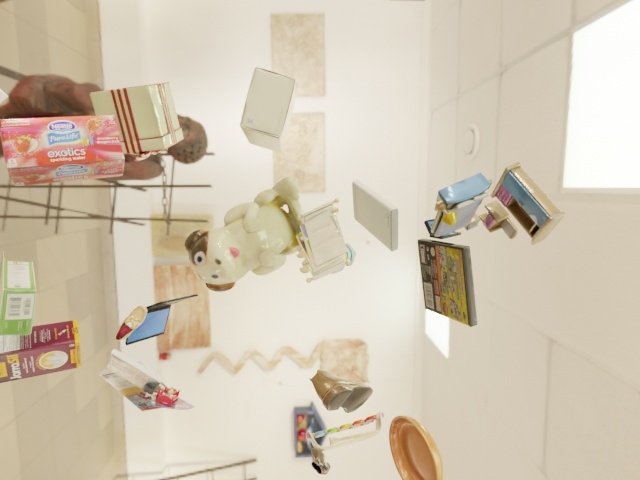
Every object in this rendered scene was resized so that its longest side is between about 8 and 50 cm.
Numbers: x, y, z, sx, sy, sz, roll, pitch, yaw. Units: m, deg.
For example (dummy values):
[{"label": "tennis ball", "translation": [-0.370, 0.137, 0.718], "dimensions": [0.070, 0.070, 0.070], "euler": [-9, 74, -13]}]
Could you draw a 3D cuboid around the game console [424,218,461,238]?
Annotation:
[{"label": "game console", "translation": [0.526, -0.054, 1.948], "dimensions": [0.107, 0.122, 0.071], "euler": [16, -65, 61]}]

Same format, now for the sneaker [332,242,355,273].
[{"label": "sneaker", "translation": [0.089, 0.072, 2.021], "dimensions": [0.319, 0.208, 0.127], "euler": [-148, -117, -67]}]

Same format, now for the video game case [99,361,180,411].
[{"label": "video game case", "translation": [-0.728, 0.601, 1.846], "dimensions": [0.025, 0.204, 0.285], "euler": [-84, 153, -51]}]

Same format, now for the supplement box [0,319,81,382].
[{"label": "supplement box", "translation": [-0.707, 0.275, 1.130], "dimensions": [0.081, 0.188, 0.104], "euler": [52, -44, 42]}]

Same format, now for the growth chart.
[{"label": "growth chart", "translation": [0.000, 0.000, 1.386], "dimensions": [0.021, 0.172, 0.237], "euler": [34, 41, -62]}]

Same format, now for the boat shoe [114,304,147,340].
[{"label": "boat shoe", "translation": [-0.764, 0.338, 1.823], "dimensions": [0.170, 0.063, 0.059], "euler": [-54, -172, -2]}]

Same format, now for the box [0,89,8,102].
[{"label": "box", "translation": [-0.820, -0.340, 0.983], "dimensions": [0.038, 0.145, 0.186], "euler": [27, -19, 46]}]

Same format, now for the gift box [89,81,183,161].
[{"label": "gift box", "translation": [-0.688, -0.441, 1.698], "dimensions": [0.255, 0.276, 0.258], "euler": [-74, 157, -67]}]

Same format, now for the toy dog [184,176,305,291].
[{"label": "toy dog", "translation": [-0.266, -0.009, 1.577], "dimensions": [0.395, 0.408, 0.284], "euler": [5, -58, 49]}]

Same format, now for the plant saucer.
[{"label": "plant saucer", "translation": [0.239, 0.532, 1.121], "dimensions": [0.200, 0.037, 0.200], "euler": [172, -90, -66]}]

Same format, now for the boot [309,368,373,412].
[{"label": "boot", "translation": [0.070, 0.459, 1.408], "dimensions": [0.115, 0.112, 0.305], "euler": [40, 1, 36]}]

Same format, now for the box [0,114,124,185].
[{"label": "box", "translation": [-0.641, -0.228, 1.139], "dimensions": [0.123, 0.257, 0.128], "euler": [-31, -108, 61]}]

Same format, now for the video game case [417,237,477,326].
[{"label": "video game case", "translation": [0.441, 0.140, 1.592], "dimensions": [0.248, 0.035, 0.274], "euler": [-165, -116, -65]}]

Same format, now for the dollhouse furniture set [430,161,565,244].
[{"label": "dollhouse furniture set", "translation": [0.465, -0.033, 1.298], "dimensions": [0.286, 0.303, 0.198], "euler": [89, -24, -60]}]

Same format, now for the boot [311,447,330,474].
[{"label": "boot", "translation": [-0.011, 0.869, 1.783], "dimensions": [0.042, 0.118, 0.087], "euler": [-59, 148, 3]}]

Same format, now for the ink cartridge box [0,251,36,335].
[{"label": "ink cartridge box", "translation": [-0.687, 0.113, 1.020], "dimensions": [0.209, 0.062, 0.109], "euler": [33, -68, 49]}]

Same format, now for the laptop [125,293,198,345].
[{"label": "laptop", "translation": [-0.699, 0.347, 2.005], "dimensions": [0.234, 0.264, 0.136], "euler": [-6, 79, -66]}]

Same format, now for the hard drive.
[{"label": "hard drive", "translation": [0.266, -0.129, 2.233], "dimensions": [0.353, 0.047, 0.233], "euler": [46, -31, 50]}]

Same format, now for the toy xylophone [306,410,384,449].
[{"label": "toy xylophone", "translation": [0.108, 0.745, 1.765], "dimensions": [0.236, 0.323, 0.081], "euler": [111, -33, -57]}]

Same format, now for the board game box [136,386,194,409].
[{"label": "board game box", "translation": [-0.449, 0.453, 1.326], "dimensions": [0.133, 0.169, 0.033], "euler": [24, 76, -47]}]

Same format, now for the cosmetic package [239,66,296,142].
[{"label": "cosmetic package", "translation": [-0.144, -0.357, 1.288], "dimensions": [0.309, 0.113, 0.160], "euler": [-133, -121, -83]}]

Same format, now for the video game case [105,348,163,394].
[{"label": "video game case", "translation": [-0.529, 0.375, 1.283], "dimensions": [0.143, 0.157, 0.019], "euler": [-47, -169, 48]}]
